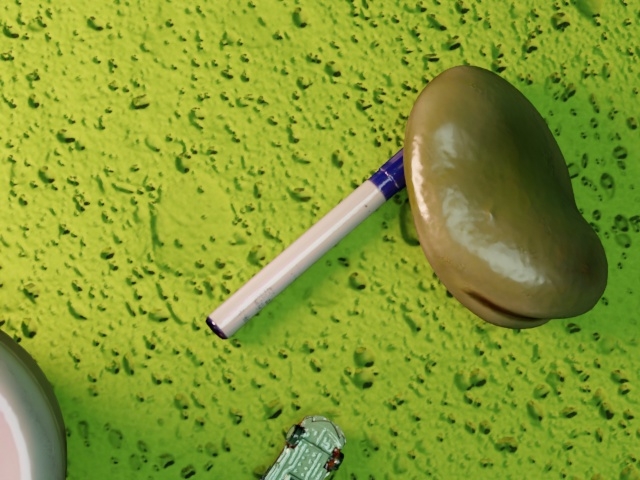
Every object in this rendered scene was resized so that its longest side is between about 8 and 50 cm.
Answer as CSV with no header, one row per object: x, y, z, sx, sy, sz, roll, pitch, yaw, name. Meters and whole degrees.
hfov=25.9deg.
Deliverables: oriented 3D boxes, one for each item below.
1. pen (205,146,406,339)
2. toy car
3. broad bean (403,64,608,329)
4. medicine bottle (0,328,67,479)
0.000,0.000,1.337,0.269,0.033,0.033,-41,95,-8,pen
-0.024,0.222,1.324,0.059,0.035,0.122,33,81,-13,toy car
0.164,-0.037,1.324,0.189,0.121,0.263,-18,80,-32,broad bean
-0.334,0.177,1.129,0.256,0.325,0.256,1,87,-10,medicine bottle
